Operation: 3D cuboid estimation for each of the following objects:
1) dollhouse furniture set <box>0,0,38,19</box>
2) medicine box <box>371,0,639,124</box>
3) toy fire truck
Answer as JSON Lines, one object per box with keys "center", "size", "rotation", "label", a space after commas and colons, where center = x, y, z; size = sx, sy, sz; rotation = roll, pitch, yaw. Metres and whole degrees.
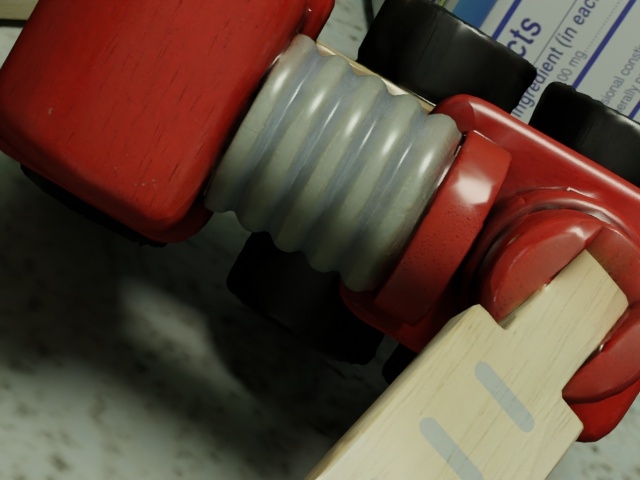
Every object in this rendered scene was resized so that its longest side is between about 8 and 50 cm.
{"center": [-0.130, -0.119, 0.523], "size": [0.182, 0.161, 0.101], "rotation": [-3, 47, -39], "label": "dollhouse furniture set"}
{"center": [0.209, -0.134, 0.712], "size": [0.289, 0.263, 0.149], "rotation": [18, 36, -20], "label": "medicine box"}
{"center": [0.000, 0.000, 0.451], "size": [0.217, 0.158, 0.246], "rotation": [31, 5, -2], "label": "toy fire truck"}
